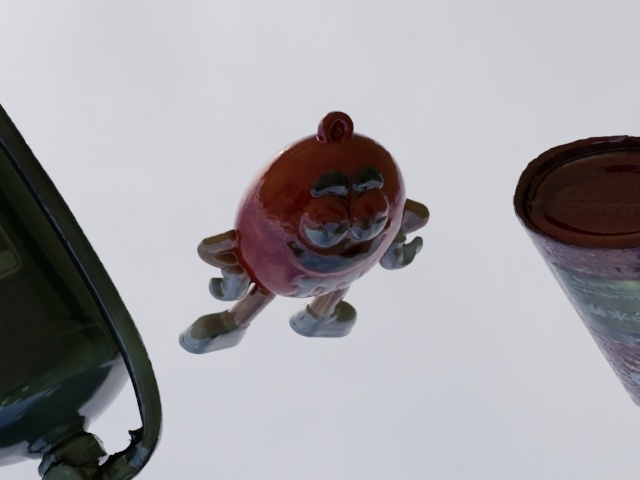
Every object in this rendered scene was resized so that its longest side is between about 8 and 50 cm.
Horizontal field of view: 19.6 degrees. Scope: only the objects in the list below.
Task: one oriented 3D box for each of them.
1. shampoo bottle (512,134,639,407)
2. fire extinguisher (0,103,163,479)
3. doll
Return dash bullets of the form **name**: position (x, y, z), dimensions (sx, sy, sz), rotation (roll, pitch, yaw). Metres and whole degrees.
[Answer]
- **shampoo bottle**: position (0.219, 0.050, 1.132), dimensions (0.314, 0.118, 0.076), rotation (52, -134, -50)
- **fire extinguisher**: position (-0.145, 0.013, 0.758), dimensions (0.294, 0.118, 0.093), rotation (57, -161, 15)
- **doll**: position (0.000, 0.000, 1.340), dimensions (0.183, 0.217, 0.085), rotation (-4, -135, -33)
